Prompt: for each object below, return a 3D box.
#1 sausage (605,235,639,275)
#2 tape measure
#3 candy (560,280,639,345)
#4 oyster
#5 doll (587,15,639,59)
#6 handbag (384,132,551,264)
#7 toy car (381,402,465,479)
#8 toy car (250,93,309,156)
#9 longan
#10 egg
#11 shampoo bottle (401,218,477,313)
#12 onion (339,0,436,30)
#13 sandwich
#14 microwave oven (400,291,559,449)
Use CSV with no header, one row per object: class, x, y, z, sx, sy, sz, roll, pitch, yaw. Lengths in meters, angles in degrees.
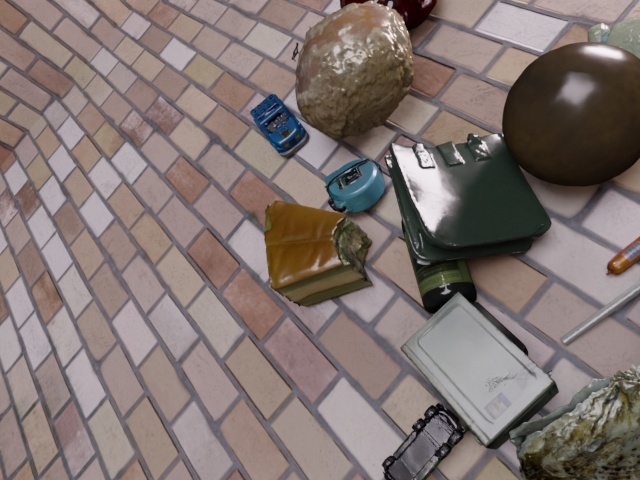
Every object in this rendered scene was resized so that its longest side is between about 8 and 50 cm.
sausage,0.525,0.022,0.809,0.107,0.031,0.031,-40,54,8
tape measure,0.080,-0.122,1.099,0.146,0.081,0.125,-32,38,10
candy,0.536,0.051,0.760,0.365,0.124,0.124,-44,53,16
oyster,0.404,0.274,0.678,0.267,0.198,0.112,-29,19,22
doll,0.613,-0.377,0.918,0.214,0.071,0.103,31,84,40
handbag,0.267,-0.089,0.907,0.247,0.079,0.260,-6,59,-13
toy car,0.180,0.362,0.829,0.165,0.062,0.071,-51,53,2
toy car,-0.121,-0.322,1.297,0.097,0.100,0.191,-39,59,4
longan,0.450,-0.219,0.844,0.258,0.258,0.258,-12,62,25
egg,0.077,-0.390,1.111,0.310,0.279,0.279,-55,50,26
shampoo bottle,0.220,-0.001,0.951,0.101,0.101,0.284,-21,59,20
onion,0.166,-0.635,1.206,0.252,0.219,0.252,-9,62,16
sandwich,0.000,0.000,1.048,0.198,0.155,0.227,-21,59,18
microwave oven,0.266,0.218,0.808,0.163,0.129,0.205,-43,54,3
